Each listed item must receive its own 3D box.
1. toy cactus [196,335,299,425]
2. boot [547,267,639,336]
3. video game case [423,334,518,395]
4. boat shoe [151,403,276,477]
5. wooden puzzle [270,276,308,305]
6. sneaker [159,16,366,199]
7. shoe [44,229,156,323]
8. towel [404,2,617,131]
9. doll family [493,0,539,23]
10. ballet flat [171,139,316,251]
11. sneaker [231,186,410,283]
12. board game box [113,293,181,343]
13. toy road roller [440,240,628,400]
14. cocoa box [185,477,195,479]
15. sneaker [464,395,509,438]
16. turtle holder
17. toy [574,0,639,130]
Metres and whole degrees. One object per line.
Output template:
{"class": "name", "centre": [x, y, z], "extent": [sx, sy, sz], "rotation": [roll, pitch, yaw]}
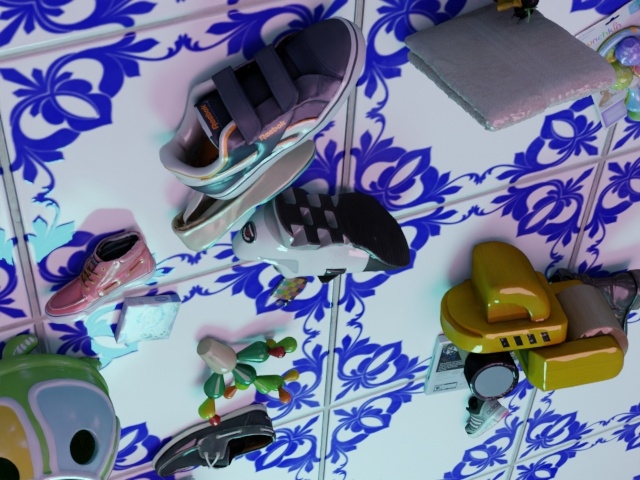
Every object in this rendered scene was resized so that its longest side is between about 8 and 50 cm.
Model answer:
{"class": "toy cactus", "centre": [-0.144, 0.229, 2.078], "extent": [0.219, 0.112, 0.180], "rotation": [-32, 134, 18]}
{"class": "boot", "centre": [0.507, 0.145, 2.413], "extent": [0.229, 0.091, 0.263], "rotation": [-3, 132, -22]}
{"class": "video game case", "centre": [0.306, 0.234, 2.405], "extent": [0.190, 0.022, 0.173], "rotation": [-7, 139, -14]}
{"class": "boat shoe", "centre": [-0.194, 0.378, 2.222], "extent": [0.233, 0.079, 0.084], "rotation": [-22, 144, -7]}
{"class": "wooden puzzle", "centre": [-0.052, 0.079, 2.026], "extent": [0.049, 0.006, 0.083], "rotation": [12, 127, -41]}
{"class": "sneaker", "centre": [-0.081, -0.178, 1.616], "extent": [0.321, 0.126, 0.127], "rotation": [-45, 146, 22]}
{"class": "shoe", "centre": [-0.328, 0.050, 1.774], "extent": [0.178, 0.063, 0.081], "rotation": [-28, 142, -11]}
{"class": "towel", "centre": [0.246, -0.238, 1.637], "extent": [0.187, 0.282, 0.049], "rotation": [-22, 126, -8]}
{"class": "doll family", "centre": [0.297, -0.349, 1.659], "extent": [0.193, 0.111, 0.076], "rotation": [-26, 112, -8]}
{"class": "ballet flat", "centre": [-0.117, -0.077, 1.755], "extent": [0.248, 0.086, 0.086], "rotation": [-40, 141, 16]}
{"class": "sneaker", "centre": [0.000, 0.000, 1.900], "extent": [0.330, 0.122, 0.146], "rotation": [13, 145, -44]}
{"class": "board game box", "centre": [-0.273, 0.124, 1.925], "extent": [0.090, 0.020, 0.090], "rotation": [-4, 136, -30]}
{"class": "toy road roller", "centre": [0.378, 0.125, 2.177], "extent": [0.329, 0.202, 0.240], "rotation": [-7, 126, -6]}
{"class": "cocoa box", "centre": [-0.358, 0.643, 2.291], "extent": [0.347, 0.231, 0.228], "rotation": [-15, 141, -17]}
{"class": "sneaker", "centre": [0.337, 0.362, 2.563], "extent": [0.063, 0.075, 0.170], "rotation": [-34, 169, -23]}
{"class": "turtle holder", "centre": [-0.441, 0.288, 1.835], "extent": [0.243, 0.227, 0.320], "rotation": [-31, 143, 3]}
{"class": "toy", "centre": [0.495, -0.270, 1.939], "extent": [0.137, 0.056, 0.237], "rotation": [-33, 143, 3]}
